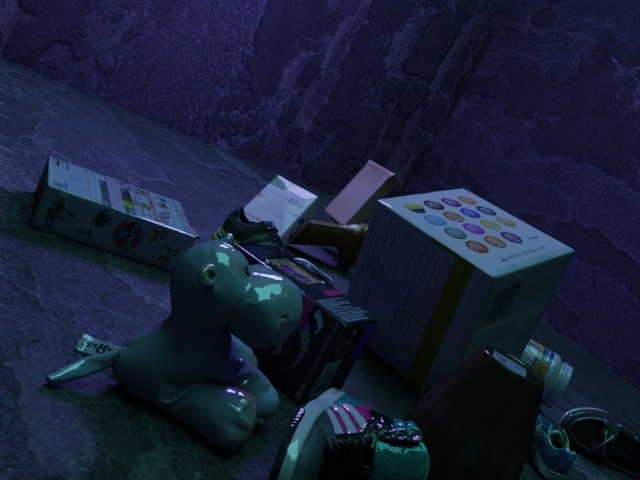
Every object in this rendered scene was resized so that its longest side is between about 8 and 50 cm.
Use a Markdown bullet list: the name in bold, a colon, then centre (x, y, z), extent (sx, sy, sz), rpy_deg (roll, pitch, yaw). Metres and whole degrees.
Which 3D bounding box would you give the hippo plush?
- **hippo plush**: centre (-0.153, 0.107, 0.836), extent (0.294, 0.237, 0.234), rpy_deg (26, 11, -8)

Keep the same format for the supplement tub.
- **supplement tub**: centre (0.533, 0.329, 1.587), extent (0.199, 0.144, 0.144), rpy_deg (30, 11, 14)

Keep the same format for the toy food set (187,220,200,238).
- **toy food set**: centre (-0.395, -0.060, 1.544), extent (0.132, 0.039, 0.192), rpy_deg (36, 13, 35)

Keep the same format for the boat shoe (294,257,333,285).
- **boat shoe**: centre (-0.026, 0.094, 1.710), extent (0.142, 0.049, 0.040), rpy_deg (30, 11, -2)

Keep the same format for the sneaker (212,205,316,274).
- **sneaker**: centre (-0.137, 0.016, 1.598), extent (0.299, 0.121, 0.111), rpy_deg (29, 11, 7)

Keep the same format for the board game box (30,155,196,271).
- **board game box**: centre (-0.435, -0.057, 1.284), extent (0.303, 0.098, 0.224), rpy_deg (20, 14, -28)

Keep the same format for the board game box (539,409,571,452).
- **board game box**: centre (0.500, 0.432, 1.487), extent (0.145, 0.027, 0.281), rpy_deg (26, 11, -5)

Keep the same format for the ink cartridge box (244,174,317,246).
- **ink cartridge box**: centre (-0.131, -0.076, 1.832), extent (0.154, 0.093, 0.212), rpy_deg (30, 52, 15)

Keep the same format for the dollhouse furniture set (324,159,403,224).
- **dollhouse furniture set**: centre (0.244, -0.063, 2.270), extent (0.394, 0.256, 0.362), rpy_deg (43, 0, -36)

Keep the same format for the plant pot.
- **plant pot**: centre (0.252, 0.293, 0.982), extent (0.215, 0.231, 0.215), rpy_deg (26, 11, -6)

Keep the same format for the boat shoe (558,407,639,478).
- **boat shoe**: centre (0.736, 0.506, 1.499), extent (0.335, 0.112, 0.095), rpy_deg (27, 6, -21)

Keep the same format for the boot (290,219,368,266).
- **boot**: centre (0.000, 0.000, 2.019), extent (0.269, 0.236, 0.089), rpy_deg (4, 53, -14)

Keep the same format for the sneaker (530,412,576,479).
- **sneaker**: centre (0.481, 0.416, 1.288), extent (0.080, 0.081, 0.211), rpy_deg (21, 22, -14)

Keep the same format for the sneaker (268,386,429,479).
- **sneaker**: centre (0.049, 0.294, 0.801), extent (0.178, 0.124, 0.295), rpy_deg (21, 7, 15)

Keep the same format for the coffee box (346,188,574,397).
- **coffee box**: centre (0.303, 0.108, 1.418), extent (0.337, 0.338, 0.334), rpy_deg (-10, 36, -41)

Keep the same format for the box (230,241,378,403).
- **box**: centre (-0.062, 0.139, 1.096), extent (0.270, 0.165, 0.143), rpy_deg (33, 13, 26)
